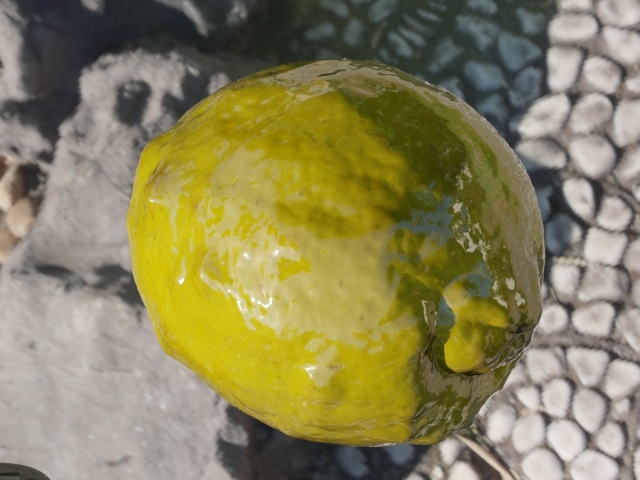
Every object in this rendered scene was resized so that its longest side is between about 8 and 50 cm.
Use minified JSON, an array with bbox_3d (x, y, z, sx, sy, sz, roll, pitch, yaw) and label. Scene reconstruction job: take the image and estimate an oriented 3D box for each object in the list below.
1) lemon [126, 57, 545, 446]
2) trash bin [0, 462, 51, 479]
[{"bbox_3d":[0.006,0.001,0.933,0.285,0.285,0.316,-36,57,5],"label":"lemon"},{"bbox_3d":[-0.389,0.396,1.374,0.220,0.219,0.250,2,110,-8],"label":"trash bin"}]
